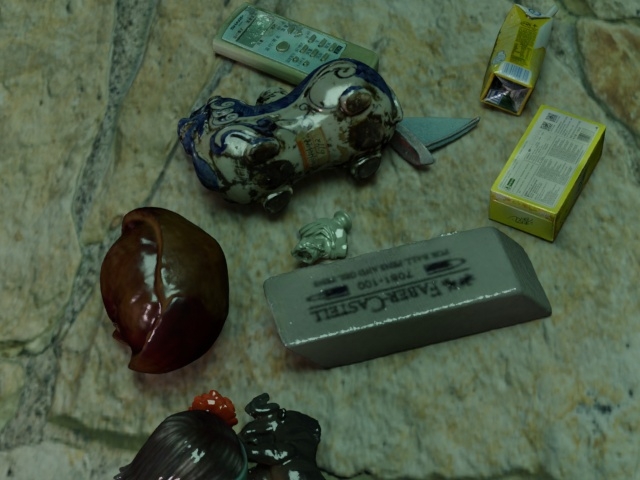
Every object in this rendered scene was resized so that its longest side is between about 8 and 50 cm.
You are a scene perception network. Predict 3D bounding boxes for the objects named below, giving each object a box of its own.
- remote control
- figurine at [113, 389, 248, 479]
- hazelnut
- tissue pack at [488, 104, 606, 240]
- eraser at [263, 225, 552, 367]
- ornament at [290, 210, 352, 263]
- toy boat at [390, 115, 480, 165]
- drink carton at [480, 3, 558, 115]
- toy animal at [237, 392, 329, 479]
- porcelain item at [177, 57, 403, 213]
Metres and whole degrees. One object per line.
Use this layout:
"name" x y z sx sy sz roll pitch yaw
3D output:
"remote control" -0.035 -0.266 2.208 0.234 0.038 0.098 23 54 18
"figurine" -0.185 0.273 1.683 0.245 0.110 0.138 -39 45 13
"hazelnut" -0.188 0.061 1.861 0.161 0.170 0.201 5 41 5
"tissue pack" 0.300 -0.090 2.053 0.095 0.062 0.176 21 55 18
"eraser" 0.109 0.068 1.918 0.353 0.077 0.111 -13 52 -10
"ornament" 0.003 -0.001 1.997 0.069 0.041 0.092 13 43 3
"toy boat" 0.156 -0.150 2.127 0.122 0.034 0.096 -26 56 -30
"drink carton" 0.283 -0.274 2.188 0.075 0.084 0.200 19 52 1
"toy animal" -0.043 0.271 1.753 0.148 0.084 0.232 -22 51 -18
"porcelain item" -0.041 -0.149 2.069 0.288 0.138 0.186 -26 39 -14
